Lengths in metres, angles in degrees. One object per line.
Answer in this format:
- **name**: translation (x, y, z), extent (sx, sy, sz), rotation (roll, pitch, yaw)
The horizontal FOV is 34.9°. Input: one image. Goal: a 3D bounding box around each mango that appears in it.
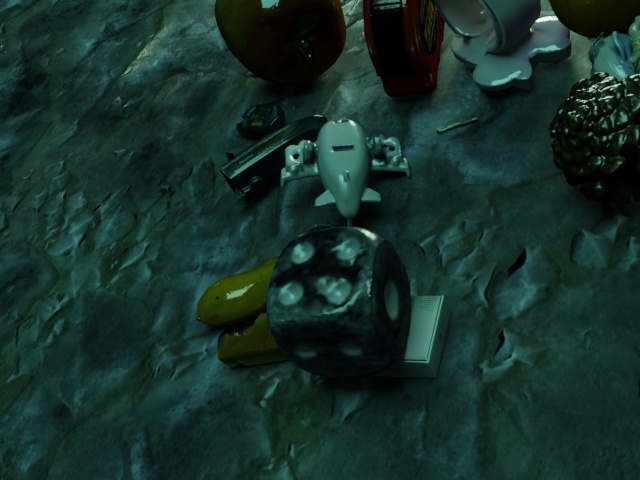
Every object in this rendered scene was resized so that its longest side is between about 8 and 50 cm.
- **mango**: translation (-0.136, 0.097, 1.821), extent (0.190, 0.075, 0.098), rotation (-27, 50, -6)

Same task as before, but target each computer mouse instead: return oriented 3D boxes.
- **computer mouse**: translation (-0.121, -0.246, 2.135), extent (0.135, 0.047, 0.079), rotation (6, 61, 42)

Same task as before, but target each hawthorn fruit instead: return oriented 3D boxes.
- **hawthorn fruit**: translation (-0.070, -0.454, 2.149), extent (0.267, 0.268, 0.301), rotation (-30, 54, 1)

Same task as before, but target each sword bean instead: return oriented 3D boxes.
- **sword bean**: translation (0.260, -0.220, 1.940), extent (0.083, 0.012, 0.012), rotation (-17, 46, 14)

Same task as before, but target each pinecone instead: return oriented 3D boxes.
- **pinecone**: translation (0.474, -0.164, 1.647), extent (0.202, 0.201, 0.229), rotation (-30, 41, 6)

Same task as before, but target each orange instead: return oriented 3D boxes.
- **orange**: translation (0.519, -0.464, 1.860), extent (0.206, 0.206, 0.206), rotation (-14, 47, 16)

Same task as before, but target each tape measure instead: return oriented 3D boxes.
- **tape measure**: translation (0.164, -0.432, 2.014), extent (0.114, 0.260, 0.253), rotation (-4, 56, 21)

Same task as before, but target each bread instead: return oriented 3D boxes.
- **bread**: translation (-0.062, 0.162, 1.741), extent (0.226, 0.049, 0.088), rotation (-10, 49, 20)

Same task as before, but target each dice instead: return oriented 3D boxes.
- **dice**: translation (0.031, 0.098, 1.584), extent (0.183, 0.181, 0.182), rotation (-5, 49, 26)

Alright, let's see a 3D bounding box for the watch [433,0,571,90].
- **watch**: translation (0.327, -0.430, 1.943), extent (0.211, 0.217, 0.248), rotation (-41, 45, -11)

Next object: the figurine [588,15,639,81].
- **figurine**: translation (0.561, -0.309, 1.782), extent (0.184, 0.128, 0.208), rotation (23, 50, 14)

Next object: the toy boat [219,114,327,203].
- **toy boat**: translation (-0.088, -0.174, 2.020), extent (0.246, 0.093, 0.103), rotation (-34, 52, -3)

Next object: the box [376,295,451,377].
- **box**: translation (0.132, 0.153, 1.648), extent (0.130, 0.051, 0.129), rotation (-2, 51, 27)

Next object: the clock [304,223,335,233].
- **clock**: translation (0.000, 0.000, 1.879), extent (0.083, 0.010, 0.074), rotation (18, 61, 38)

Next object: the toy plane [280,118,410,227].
- **toy plane**: translation (0.045, -0.131, 1.904), extent (0.244, 0.117, 0.245), rotation (-3, 45, 3)
